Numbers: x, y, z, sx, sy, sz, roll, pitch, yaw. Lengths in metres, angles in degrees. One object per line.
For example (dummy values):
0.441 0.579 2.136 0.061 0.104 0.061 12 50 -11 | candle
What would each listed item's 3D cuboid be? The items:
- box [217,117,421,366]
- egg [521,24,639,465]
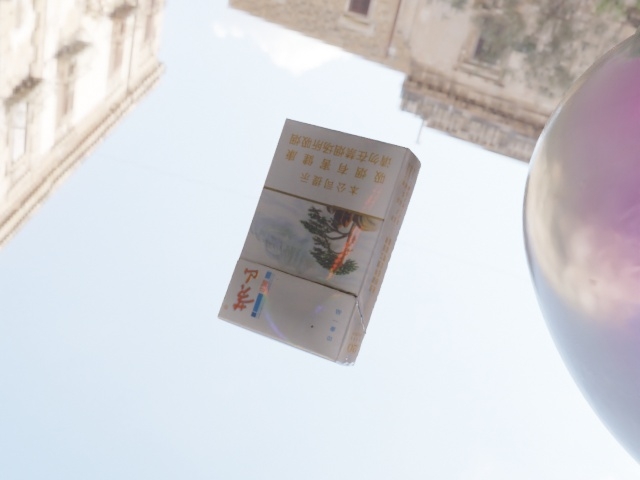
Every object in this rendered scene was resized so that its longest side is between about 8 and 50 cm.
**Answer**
-0.001 0.001 1.047 0.149 0.233 0.067 16 174 26 | box
0.202 0.024 0.441 0.196 0.271 0.196 -26 -146 19 | egg
